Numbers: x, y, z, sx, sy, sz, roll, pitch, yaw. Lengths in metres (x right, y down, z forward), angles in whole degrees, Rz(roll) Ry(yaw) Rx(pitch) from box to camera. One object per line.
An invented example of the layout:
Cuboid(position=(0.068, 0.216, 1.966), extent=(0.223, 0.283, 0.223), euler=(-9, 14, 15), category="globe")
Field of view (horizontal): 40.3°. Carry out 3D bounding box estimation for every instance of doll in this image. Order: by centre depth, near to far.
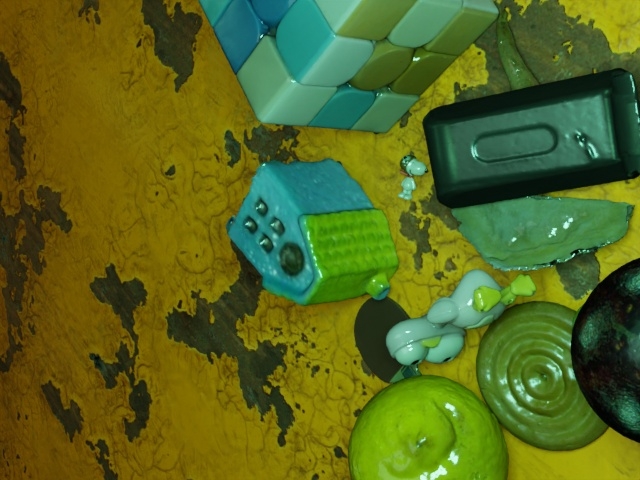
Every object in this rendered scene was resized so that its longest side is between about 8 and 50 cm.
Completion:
Cuboid(position=(0.222, 0.140, 1.509), extent=(0.094, 0.160, 0.365), euler=(67, 150, 19), category="doll")
Cuboid(position=(0.170, -0.124, 1.671), extent=(0.058, 0.040, 0.085), euler=(42, 121, 23), category="doll")

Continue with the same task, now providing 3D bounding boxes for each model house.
Cuboid(position=(0.000, 0.000, 1.714), extent=(0.303, 0.237, 0.215), euler=(50, 127, 29), category="model house")

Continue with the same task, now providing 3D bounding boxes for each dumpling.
Cuboid(position=(0.353, -0.003, 1.461), extent=(0.332, 0.086, 0.166), euler=(10, 68, 45), category="dumpling")

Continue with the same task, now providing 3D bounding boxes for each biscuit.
Cuboid(position=(0.375, 0.229, 1.472), extent=(0.262, 0.037, 0.261), euler=(7, 101, 39), category="biscuit")

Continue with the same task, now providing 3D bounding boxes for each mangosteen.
Cuboid(position=(0.485, 0.149, 1.228), extent=(0.288, 0.288, 0.287), euler=(4, 96, 45), category="mangosteen")

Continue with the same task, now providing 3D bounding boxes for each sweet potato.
Cuboid(position=(0.334, -0.295, 1.485), extent=(0.050, 0.050, 0.214), euler=(-34, 69, 41), category="sweet potato")

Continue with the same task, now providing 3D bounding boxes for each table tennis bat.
Cuboid(position=(0.155, 0.229, 1.723), extent=(0.274, 0.021, 0.154), euler=(54, 127, 30), category="table tennis bat")

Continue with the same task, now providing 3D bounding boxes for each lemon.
Cuboid(position=(0.185, 0.375, 1.513), extent=(0.297, 0.297, 0.296), euler=(4, 96, 45), category="lemon")

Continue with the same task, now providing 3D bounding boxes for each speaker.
Cuboid(position=(0.324, -0.155, 1.363), extent=(0.389, 0.184, 0.179), euler=(-9, 94, 34), category="speaker")

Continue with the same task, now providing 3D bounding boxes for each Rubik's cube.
Cuboid(position=(0.038, -0.432, 1.563), extent=(0.344, 0.347, 0.346), euler=(-45, 63, 36), category="Rubik's cube")
